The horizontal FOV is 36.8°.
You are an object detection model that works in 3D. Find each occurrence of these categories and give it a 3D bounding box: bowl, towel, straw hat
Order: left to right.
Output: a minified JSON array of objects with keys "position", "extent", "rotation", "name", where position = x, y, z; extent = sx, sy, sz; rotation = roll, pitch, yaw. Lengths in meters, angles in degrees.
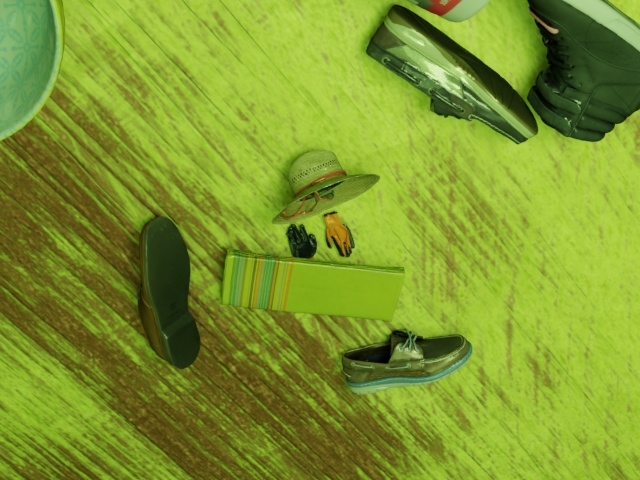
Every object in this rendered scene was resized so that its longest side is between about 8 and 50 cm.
[{"position":[-0.396,-0.254,0.999],"extent":[0.290,0.156,0.289],"rotation":[0,122,0],"name":"bowl"},{"position":[-0.012,0.061,1.281],"extent":[0.237,0.021,0.102],"rotation":[6,136,-6],"name":"towel"},{"position":[-0.005,-0.076,1.170],"extent":[0.144,0.144,0.061],"rotation":[-25,79,14],"name":"straw hat"}]

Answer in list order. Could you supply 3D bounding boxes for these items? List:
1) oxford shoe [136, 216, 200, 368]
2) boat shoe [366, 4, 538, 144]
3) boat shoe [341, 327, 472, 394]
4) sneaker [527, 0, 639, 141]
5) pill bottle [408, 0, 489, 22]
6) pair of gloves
[{"position":[-0.215,0.066,1.261],"extent":[0.076,0.076,0.212],"rotation":[15,118,37],"name":"oxford shoe"},{"position":[0.151,-0.179,1.107],"extent":[0.223,0.080,0.073],"rotation":[35,121,-15],"name":"boat shoe"},{"position":[0.116,0.160,1.322],"extent":[0.183,0.066,0.066],"rotation":[-19,119,10],"name":"boat shoe"},{"position":[0.268,-0.197,1.045],"extent":[0.296,0.104,0.147],"rotation":[22,121,-39],"name":"sneaker"},{"position":[0.040,-0.356,0.931],"extent":[0.319,0.176,0.176],"rotation":[23,119,-15],"name":"pill bottle"},{"position":[0.000,0.000,1.252],"extent":[0.083,0.010,0.074],"rotation":[-16,123,12],"name":"pair of gloves"}]
